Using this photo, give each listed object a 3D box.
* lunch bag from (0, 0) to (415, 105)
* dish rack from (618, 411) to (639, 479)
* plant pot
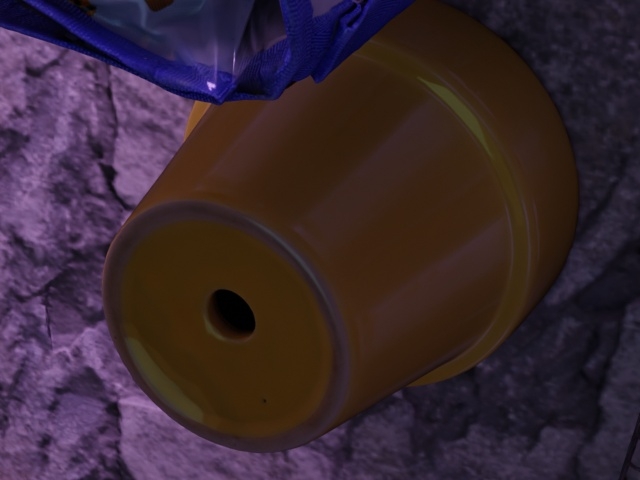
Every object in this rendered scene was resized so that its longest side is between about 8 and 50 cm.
[{"bbox_3d":[-0.073,-0.269,0.869,0.385,0.328,0.239,45,133,0],"label":"lunch bag"},{"bbox_3d":[0.275,0.166,1.060,0.208,0.074,0.271,23,124,18],"label":"dish rack"},{"bbox_3d":[0.000,0.000,1.029,0.254,0.239,0.254,13,120,24],"label":"plant pot"}]
